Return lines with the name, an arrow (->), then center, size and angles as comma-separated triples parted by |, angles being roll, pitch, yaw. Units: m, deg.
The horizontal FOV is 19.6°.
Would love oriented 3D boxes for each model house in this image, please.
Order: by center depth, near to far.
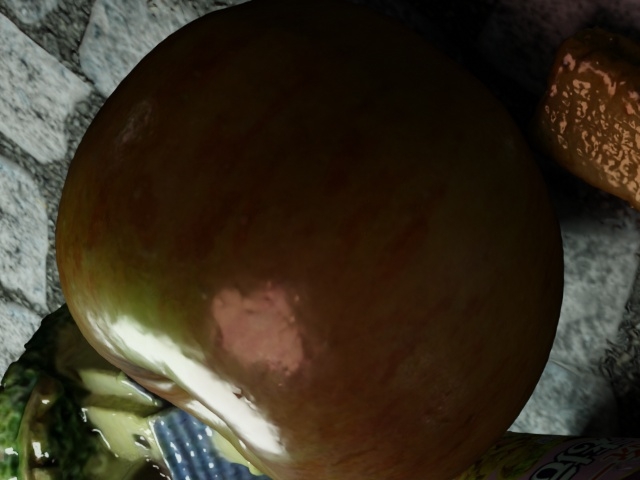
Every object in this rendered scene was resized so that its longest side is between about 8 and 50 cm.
model house -> -0.138, 0.236, 1.784 | 0.266, 0.261, 0.321 | 6, 130, 34

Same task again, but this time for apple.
apple -> 0.000, 0.000, 1.399 | 0.400, 0.333, 0.400 | 33, 171, 6

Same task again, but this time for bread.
bread -> 0.252, -0.070, 1.330 | 0.211, 0.083, 0.114 | 32, 133, 16

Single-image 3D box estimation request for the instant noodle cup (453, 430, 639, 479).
instant noodle cup -> 0.237, 0.297, 1.495 | 0.266, 0.340, 0.339 | 8, 128, 50
